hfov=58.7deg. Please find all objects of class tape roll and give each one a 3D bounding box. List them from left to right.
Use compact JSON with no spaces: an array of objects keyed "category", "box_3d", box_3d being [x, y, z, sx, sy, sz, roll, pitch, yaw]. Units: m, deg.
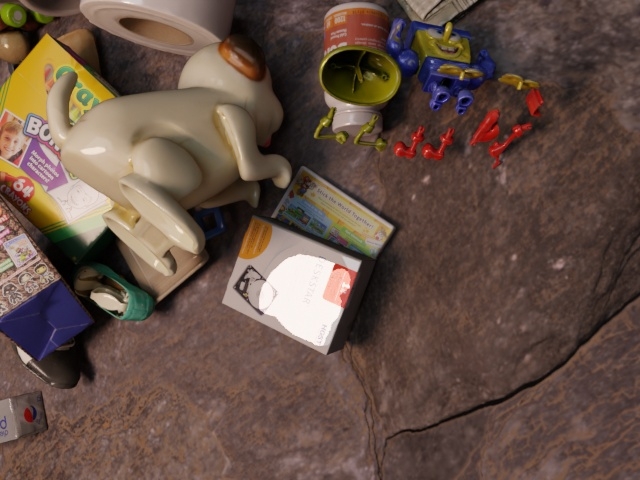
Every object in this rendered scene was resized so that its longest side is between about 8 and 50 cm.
[{"category":"tape roll","box_3d":[-0.314,-0.454,1.110,0.286,0.286,0.100,12,93,22]}]

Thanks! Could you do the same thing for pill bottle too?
[{"category":"pill bottle","box_3d":[0.066,-0.306,1.036,0.121,0.121,0.216,-2,86,22]}]

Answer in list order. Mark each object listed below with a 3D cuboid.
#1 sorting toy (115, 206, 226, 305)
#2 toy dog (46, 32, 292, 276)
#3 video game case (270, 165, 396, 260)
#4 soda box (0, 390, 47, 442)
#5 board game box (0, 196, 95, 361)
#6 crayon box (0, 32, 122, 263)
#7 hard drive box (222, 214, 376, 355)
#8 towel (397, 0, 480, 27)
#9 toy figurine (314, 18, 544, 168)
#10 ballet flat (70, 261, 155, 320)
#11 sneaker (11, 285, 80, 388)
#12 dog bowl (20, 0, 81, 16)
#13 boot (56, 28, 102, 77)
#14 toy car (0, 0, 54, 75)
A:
[{"category":"sorting toy","box_3d":[-0.338,0.018,1.226,0.347,0.047,0.196,-38,71,17]},{"category":"toy dog","box_3d":[-0.239,-0.194,1.051,0.395,0.284,0.408,41,61,-2]},{"category":"video game case","box_3d":[0.000,0.000,1.100,0.227,0.026,0.206,36,101,21]},{"category":"soda box","box_3d":[-0.799,0.444,1.364,0.286,0.091,0.098,-18,80,20]},{"category":"board game box","box_3d":[-0.625,0.065,1.154,0.141,0.232,0.291,-37,69,-22]},{"category":"crayon box","box_3d":[-0.526,-0.188,1.205,0.363,0.106,0.313,43,96,1]},{"category":"hard drive box","box_3d":[-0.041,0.076,1.051,0.232,0.089,0.181,22,96,22]},{"category":"towel","box_3d":[0.234,-0.574,1.018,0.312,0.056,0.324,-36,76,16]},{"category":"toy figurine","box_3d":[0.167,-0.280,0.962,0.362,0.191,0.217,6,52,-8]},{"category":"ballet flat","box_3d":[-0.461,0.100,1.199,0.247,0.087,0.083,21,91,25]},{"category":"sneaker","box_3d":[-0.617,0.175,1.286,0.146,0.122,0.331,-42,69,11]},{"category":"dog bowl","box_3d":[-0.514,-0.610,1.179,0.348,0.349,0.102,-36,87,16]},{"category":"boot","box_3d":[-0.594,-0.321,1.326,0.236,0.089,0.270,-20,81,7]},{"category":"toy car","box_3d":[-0.740,-0.489,1.390,0.155,0.149,0.189,19,123,25]}]
